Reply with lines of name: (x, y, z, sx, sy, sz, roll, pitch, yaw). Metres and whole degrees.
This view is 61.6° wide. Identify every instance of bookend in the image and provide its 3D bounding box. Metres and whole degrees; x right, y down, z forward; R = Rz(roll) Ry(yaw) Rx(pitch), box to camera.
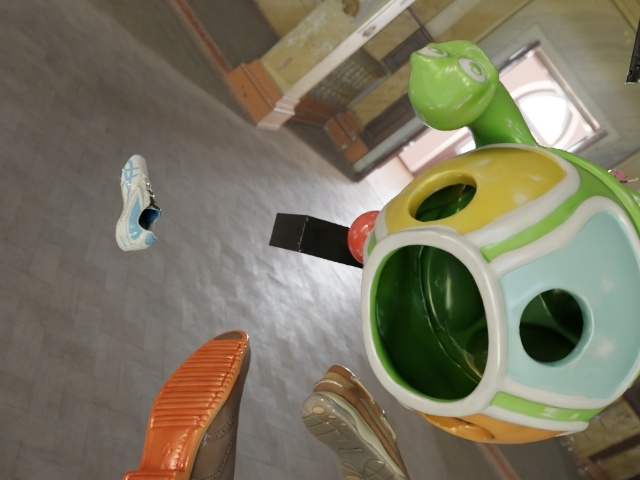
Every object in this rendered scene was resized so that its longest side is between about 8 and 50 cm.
bookend: (0.000, 0.000, 1.076, 0.156, 0.072, 0.157, 16, -3, -27)

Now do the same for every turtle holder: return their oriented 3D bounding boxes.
turtle holder: (0.155, 0.017, 0.453, 0.243, 0.320, 0.227, 30, 25, 37)

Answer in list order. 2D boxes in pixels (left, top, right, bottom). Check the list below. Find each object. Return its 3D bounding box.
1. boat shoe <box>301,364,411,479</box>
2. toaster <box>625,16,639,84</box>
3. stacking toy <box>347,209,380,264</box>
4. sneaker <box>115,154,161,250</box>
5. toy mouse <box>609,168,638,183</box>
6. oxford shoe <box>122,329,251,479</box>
boat shoe: (0.086, 0.349, 0.955, 0.324, 0.123, 0.116, 61, 35, -29)
toaster: (0.351, -0.202, 0.414, 0.110, 0.186, 0.168, -10, 20, -43)
stacking toy: (0.159, 0.069, 0.903, 0.330, 0.141, 0.141, 47, 19, -29)
sneaker: (-0.371, -0.082, 1.115, 0.085, 0.086, 0.237, 83, -2, -58)
toy mouse: (0.522, -0.115, 1.025, 0.143, 0.161, 0.031, 19, 62, -68)
oxford shoe: (-0.184, 0.304, 0.811, 0.133, 0.130, 0.364, 57, 41, -35)
